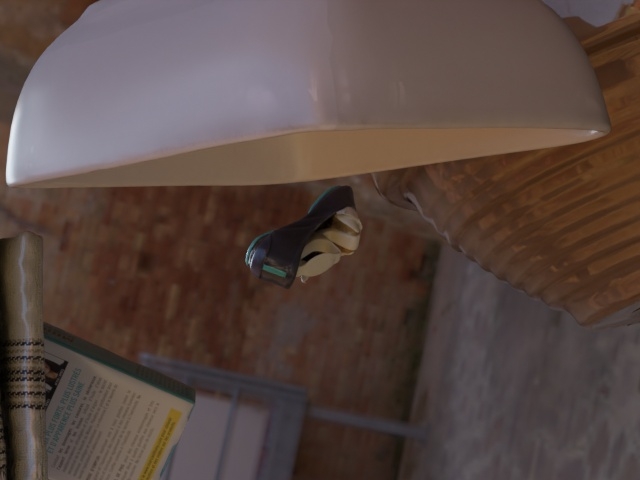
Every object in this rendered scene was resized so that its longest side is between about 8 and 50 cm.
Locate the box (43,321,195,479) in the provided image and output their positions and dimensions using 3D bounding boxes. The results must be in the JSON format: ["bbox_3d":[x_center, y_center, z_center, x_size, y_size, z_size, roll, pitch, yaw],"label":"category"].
[{"bbox_3d":[-0.226,0.114,1.069,0.060,0.244,0.100,-136,71,-83],"label":"box"}]

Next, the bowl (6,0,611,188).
[{"bbox_3d":[-0.005,-0.047,0.402,0.142,0.142,0.053,-3,-94,-48],"label":"bowl"}]

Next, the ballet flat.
[{"bbox_3d":[0.000,0.000,1.501,0.203,0.074,0.074,-34,-36,-52],"label":"ballet flat"}]

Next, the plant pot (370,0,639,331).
[{"bbox_3d":[0.140,-0.034,0.550,0.237,0.237,0.109,110,144,-74],"label":"plant pot"}]

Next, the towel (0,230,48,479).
[{"bbox_3d":[-0.283,0.132,0.929,0.312,0.056,0.324,-18,75,42],"label":"towel"}]
